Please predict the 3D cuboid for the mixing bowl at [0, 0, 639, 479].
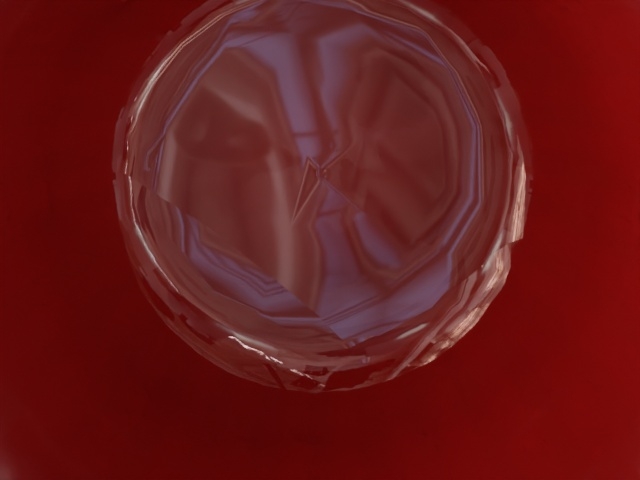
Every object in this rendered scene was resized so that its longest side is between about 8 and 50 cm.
[{"bbox_3d":[0.000,0.000,0.351,0.181,0.098,0.181,0,108,0],"label":"mixing bowl"}]
